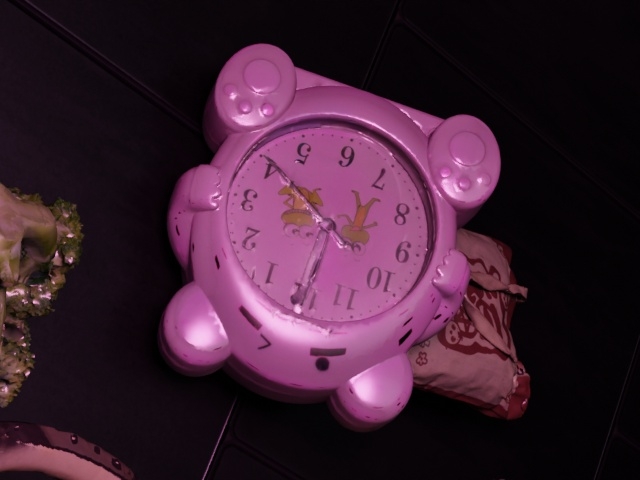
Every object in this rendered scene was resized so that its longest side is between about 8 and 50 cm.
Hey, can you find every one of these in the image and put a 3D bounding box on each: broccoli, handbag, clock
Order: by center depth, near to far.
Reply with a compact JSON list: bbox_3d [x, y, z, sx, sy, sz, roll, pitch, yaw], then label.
[{"bbox_3d":[-0.324,0.027,1.408,0.265,0.245,0.294,52,31,-1],"label":"broccoli"},{"bbox_3d":[0.000,0.000,1.684,0.295,0.113,0.322,19,70,-6],"label":"clock"},{"bbox_3d":[0.123,0.072,1.830,0.235,0.127,0.213,22,59,-45],"label":"handbag"}]

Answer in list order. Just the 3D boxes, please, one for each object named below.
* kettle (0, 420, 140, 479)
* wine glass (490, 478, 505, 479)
[{"bbox_3d":[-0.274,0.291,1.409,0.324,0.228,0.321,33,90,-43],"label":"kettle"},{"bbox_3d":[0.093,0.317,1.775,0.309,0.096,0.264,-48,128,-31],"label":"wine glass"}]
